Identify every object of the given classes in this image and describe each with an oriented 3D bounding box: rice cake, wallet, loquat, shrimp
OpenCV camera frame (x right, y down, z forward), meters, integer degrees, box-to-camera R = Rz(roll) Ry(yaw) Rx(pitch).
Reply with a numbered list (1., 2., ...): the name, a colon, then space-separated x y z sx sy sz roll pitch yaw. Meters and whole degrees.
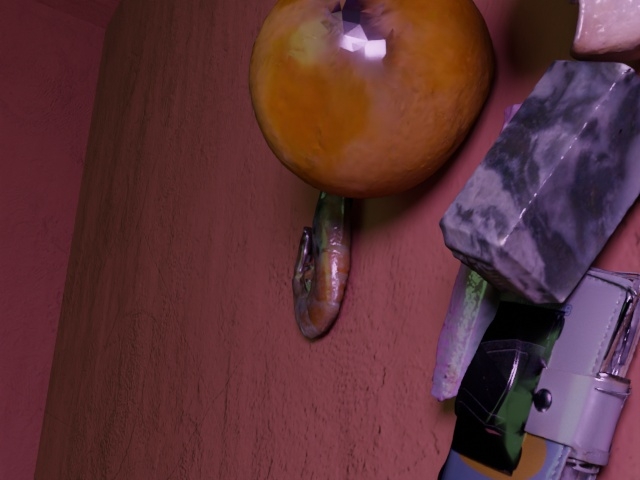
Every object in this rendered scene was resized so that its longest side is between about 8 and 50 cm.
1. rice cake: 0.154 0.008 0.804 0.081 0.051 0.290 -168 95 -71
2. wallet: 0.169 0.122 0.691 0.170 0.069 0.231 18 89 68
3. loquat: 0.052 -0.173 0.918 0.263 0.263 0.263 -40 41 47
4. shrimp: -0.002 0.000 1.107 0.143 0.052 0.251 -12 65 63

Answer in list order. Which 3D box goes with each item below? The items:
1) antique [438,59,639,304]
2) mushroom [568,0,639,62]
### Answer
1. antique: 0.183 -0.043 0.680 0.183 0.086 0.088 -53 28 -4
2. mushroom: 0.191 -0.260 0.720 0.162 0.173 0.236 -43 -53 -83
